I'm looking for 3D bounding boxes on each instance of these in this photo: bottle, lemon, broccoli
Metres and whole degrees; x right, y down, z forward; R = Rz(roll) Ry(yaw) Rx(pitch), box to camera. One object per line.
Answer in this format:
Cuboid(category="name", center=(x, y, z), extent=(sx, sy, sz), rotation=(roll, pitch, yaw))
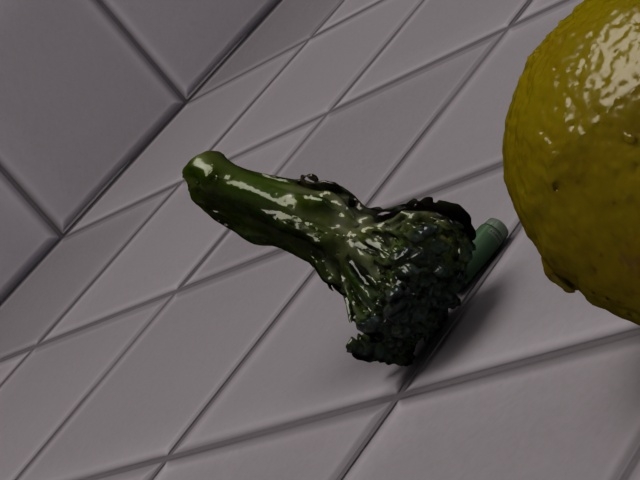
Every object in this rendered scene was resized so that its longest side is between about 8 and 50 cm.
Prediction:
Cuboid(category="bottle", center=(0.148, 0.014, 1.900), extent=(0.083, 0.030, 0.030), rotation=(-46, 16, -24))
Cuboid(category="lemon", center=(0.279, -0.077, 1.394), extent=(0.322, 0.268, 0.268), rotation=(-41, 15, 13))
Cuboid(category="broccoli", center=(-0.002, -0.002, 1.844), extent=(0.145, 0.304, 0.165), rotation=(-31, -39, -49))
